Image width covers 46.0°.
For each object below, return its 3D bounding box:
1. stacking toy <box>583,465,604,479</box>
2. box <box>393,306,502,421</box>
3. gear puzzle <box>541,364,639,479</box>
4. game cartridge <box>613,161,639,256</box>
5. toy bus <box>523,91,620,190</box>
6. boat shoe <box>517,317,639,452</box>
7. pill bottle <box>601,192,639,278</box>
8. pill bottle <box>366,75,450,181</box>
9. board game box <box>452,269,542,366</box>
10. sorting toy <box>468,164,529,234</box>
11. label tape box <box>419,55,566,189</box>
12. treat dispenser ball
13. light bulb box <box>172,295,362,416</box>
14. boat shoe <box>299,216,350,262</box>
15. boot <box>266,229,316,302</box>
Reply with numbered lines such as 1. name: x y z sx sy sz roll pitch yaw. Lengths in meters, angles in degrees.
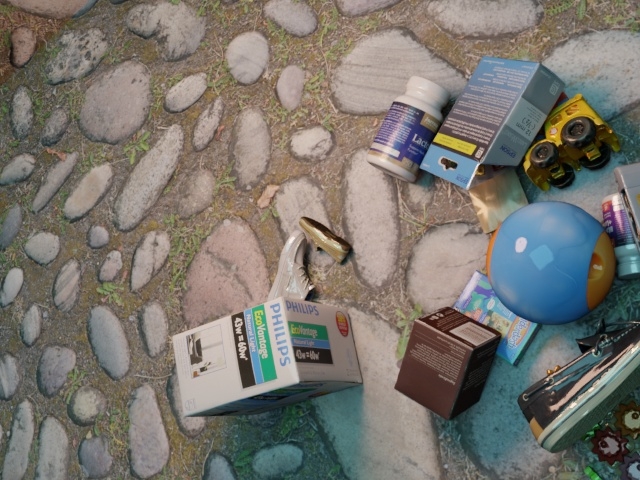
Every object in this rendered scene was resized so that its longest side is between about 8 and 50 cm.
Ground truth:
1. stacking toy: 0.617 0.646 1.701 0.167 0.052 0.221 -44 60 13
2. box: 0.313 0.298 1.857 0.167 0.168 0.203 26 112 31
3. gear puzzle: 0.658 0.407 1.739 0.339 0.044 0.175 43 101 30
4. game cartridge: 0.795 -0.048 1.682 0.198 0.062 0.297 -14 72 6
5. toy bus: 0.598 -0.264 1.889 0.220 0.149 0.211 -33 51 22
6. boat shoe: 0.649 0.260 1.685 0.500 0.187 0.156 -43 52 5
7. pill bottle: 0.725 -0.011 1.765 0.108 0.108 0.193 -11 73 27
8. pill bottle: 0.246 -0.307 2.082 0.153 0.153 0.264 27 92 32
9. board game box: 0.444 0.195 1.910 0.210 0.047 0.160 34 95 31
10. sorting toy: 0.470 -0.105 1.969 0.132 0.046 0.274 -26 67 22
11. label tape box: 0.433 -0.291 1.939 0.347 0.115 0.249 -61 27 6
12. treat dispenser ball: 0.531 0.052 1.748 0.288 0.288 0.288 -7 75 28
13. light bulb box: -0.137 0.322 2.028 0.361 0.358 0.225 -21 70 25
14. boat shoe: 0.000 0.000 2.204 0.190 0.068 0.072 38 114 32
15. boot: -0.060 0.107 2.200 0.123 0.095 0.258 22 99 26
